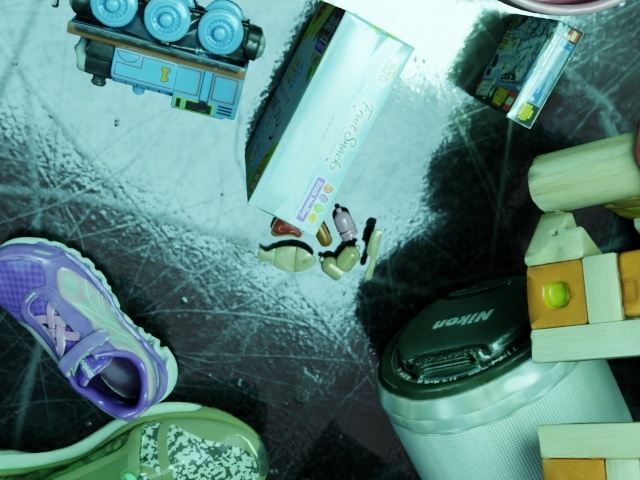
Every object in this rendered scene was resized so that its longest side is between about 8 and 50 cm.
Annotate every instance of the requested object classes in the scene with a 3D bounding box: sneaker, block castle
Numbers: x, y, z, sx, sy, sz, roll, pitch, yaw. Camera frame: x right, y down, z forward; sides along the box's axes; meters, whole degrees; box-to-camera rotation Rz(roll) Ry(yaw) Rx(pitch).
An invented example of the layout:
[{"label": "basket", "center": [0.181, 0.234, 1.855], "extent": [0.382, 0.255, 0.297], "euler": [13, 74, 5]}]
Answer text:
[{"label": "sneaker", "center": [-0.242, 0.095, 0.893], "extent": [0.095, 0.104, 0.236], "euler": [-41, 104, 10]}, {"label": "sneaker", "center": [-0.250, 0.294, 0.912], "extent": [0.410, 0.182, 0.158], "euler": [-14, 108, -1]}, {"label": "block castle", "center": [0.350, 0.122, 0.755], "extent": [0.303, 0.212, 0.454], "euler": [10, 74, -47]}]

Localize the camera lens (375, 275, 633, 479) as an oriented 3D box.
[{"label": "camera lens", "center": [0.198, 0.191, 0.897], "extent": [0.219, 0.219, 0.274], "euler": [-27, 107, 4]}]

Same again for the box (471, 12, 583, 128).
[{"label": "box", "center": [0.190, -0.162, 0.831], "extent": [0.027, 0.137, 0.094], "euler": [25, 104, -11]}]

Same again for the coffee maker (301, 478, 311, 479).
[{"label": "coffee maker", "center": [0.065, 0.355, 0.985], "extent": [0.178, 0.171, 0.120], "euler": [26, 130, -33]}]

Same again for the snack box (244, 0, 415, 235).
[{"label": "snack box", "center": [-0.002, -0.118, 0.793], "extent": [0.070, 0.207, 0.175], "euler": [26, 104, -11]}]

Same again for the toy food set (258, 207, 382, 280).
[{"label": "toy food set", "center": [0.000, 0.000, 0.929], "extent": [0.122, 0.019, 0.078], "euler": [13, 105, 0]}]

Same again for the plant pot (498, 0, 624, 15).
[{"label": "plant pot", "center": [0.191, -0.299, 0.767], "extent": [0.201, 0.180, 0.202], "euler": [-1, 107, -5]}]

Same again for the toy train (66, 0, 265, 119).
[{"label": "toy train", "center": [-0.147, -0.182, 0.831], "extent": [0.184, 0.080, 0.105], "euler": [13, 111, -9]}]
